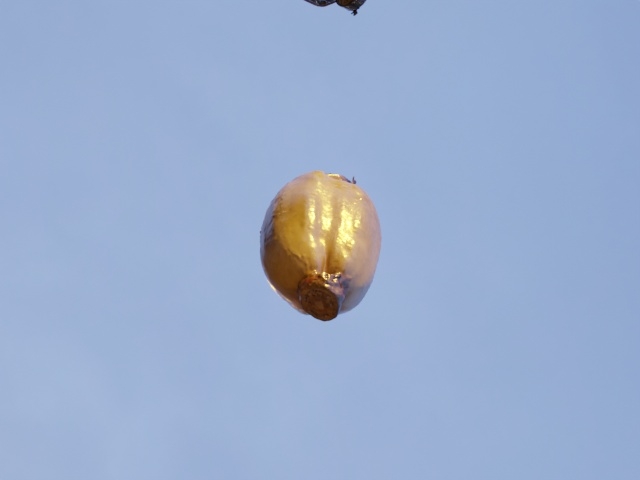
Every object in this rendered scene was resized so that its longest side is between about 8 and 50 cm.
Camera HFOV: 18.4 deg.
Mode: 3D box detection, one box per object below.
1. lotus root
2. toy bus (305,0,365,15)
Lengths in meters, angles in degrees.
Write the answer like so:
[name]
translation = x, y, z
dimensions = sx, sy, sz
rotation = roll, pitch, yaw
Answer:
[lotus root]
translation = 0.000, 0.000, 1.177
dimensions = 0.150, 0.073, 0.062
rotation = -83, -169, -59
[toy bus]
translation = 0.037, -0.257, 1.532
dimensions = 0.199, 0.096, 0.108
rotation = -19, -124, 47
